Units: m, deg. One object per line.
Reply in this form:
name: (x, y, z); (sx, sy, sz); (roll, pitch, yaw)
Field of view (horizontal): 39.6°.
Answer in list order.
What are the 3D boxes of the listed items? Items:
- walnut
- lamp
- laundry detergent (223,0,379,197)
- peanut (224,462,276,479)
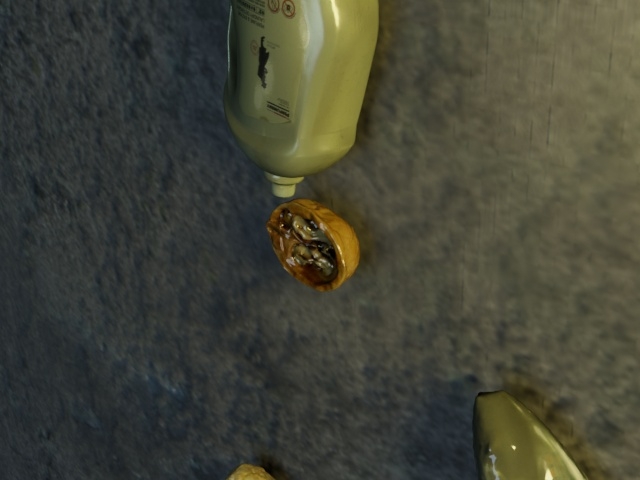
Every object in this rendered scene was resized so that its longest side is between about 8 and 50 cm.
walnut: (0.000, 0.000, 0.914); (0.121, 0.052, 0.091); (32, 131, 39)
lamp: (0.198, 0.245, 0.768); (0.101, 0.101, 0.250); (-35, 73, 51)
laundry detergent: (-0.030, -0.158, 0.840); (0.181, 0.091, 0.254); (34, 131, 37)
peanut: (-0.063, 0.388, 1.151); (0.087, 0.087, 0.207); (-29, 86, 51)
